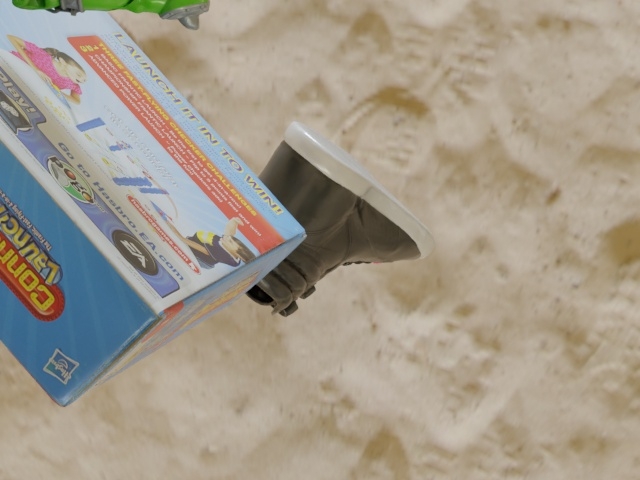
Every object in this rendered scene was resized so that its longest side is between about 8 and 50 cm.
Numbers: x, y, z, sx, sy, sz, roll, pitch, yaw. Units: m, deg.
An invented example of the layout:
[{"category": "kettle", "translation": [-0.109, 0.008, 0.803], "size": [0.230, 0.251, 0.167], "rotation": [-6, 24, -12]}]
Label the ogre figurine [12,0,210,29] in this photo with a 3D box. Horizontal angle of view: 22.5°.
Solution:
[{"category": "ogre figurine", "translation": [-0.093, -0.207, 0.939], "size": [0.118, 0.097, 0.197], "rotation": [28, 74, -5]}]

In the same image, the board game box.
[{"category": "board game box", "translation": [-0.177, -0.066, 1.028], "size": [0.086, 0.302, 0.308], "rotation": [-43, 86, 17]}]

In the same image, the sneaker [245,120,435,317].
[{"category": "sneaker", "translation": [0.000, 0.000, 1.419], "size": [0.104, 0.296, 0.147], "rotation": [43, 96, 25]}]
